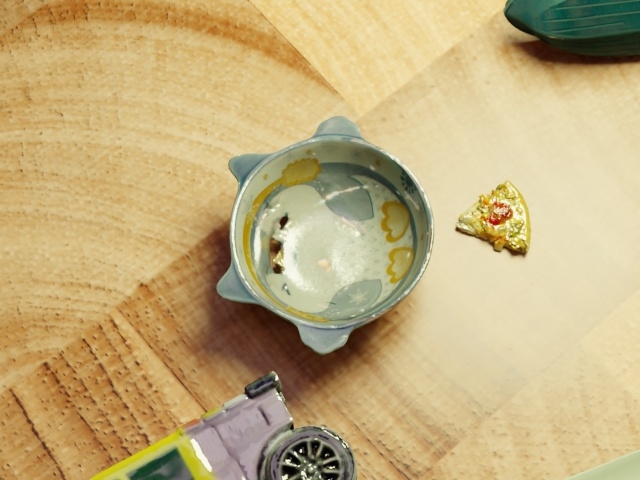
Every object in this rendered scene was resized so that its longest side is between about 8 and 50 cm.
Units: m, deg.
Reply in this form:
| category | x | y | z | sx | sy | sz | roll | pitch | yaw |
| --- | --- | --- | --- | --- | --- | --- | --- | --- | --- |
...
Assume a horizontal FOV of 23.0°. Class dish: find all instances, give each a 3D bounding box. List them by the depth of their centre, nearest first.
| category | x | y | z | sx | sy | sz | roll | pitch | yaw |
| --- | --- | --- | --- | --- | --- | --- | --- | --- | --- |
| dish | 0.000 | 0.000 | 1.585 | 0.228 | 0.086 | 0.236 | 25 | 70 | 11 |

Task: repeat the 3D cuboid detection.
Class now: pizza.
| category | x | y | z | sx | sy | sz | roll | pitch | yaw |
| --- | --- | --- | --- | --- | --- | --- | --- | --- | --- |
| pizza | 0.180 | -0.022 | 1.627 | 0.078 | 0.025 | 0.083 | -11 | 69 | -7 |

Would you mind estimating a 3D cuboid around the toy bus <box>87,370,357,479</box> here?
| category | x | y | z | sx | sy | sz | roll | pitch | yaw |
| --- | --- | --- | --- | --- | --- | --- | --- | --- | --- |
| toy bus | -0.019 | 0.370 | 1.365 | 0.249 | 0.209 | 0.440 | -28 | 70 | -10 |

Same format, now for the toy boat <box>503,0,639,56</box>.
| category | x | y | z | sx | sy | sz | roll | pitch | yaw |
| --- | --- | --- | --- | --- | --- | --- | --- | --- | --- |
| toy boat | 0.341 | -0.263 | 1.682 | 0.296 | 0.114 | 0.122 | -6 | 47 | -2 |

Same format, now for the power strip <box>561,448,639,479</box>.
| category | x | y | z | sx | sy | sz | roll | pitch | yaw |
| --- | --- | --- | --- | --- | --- | --- | --- | --- | --- |
| power strip | 0.243 | 0.241 | 1.396 | 0.385 | 0.091 | 0.062 | -13 | 61 | -37 |
